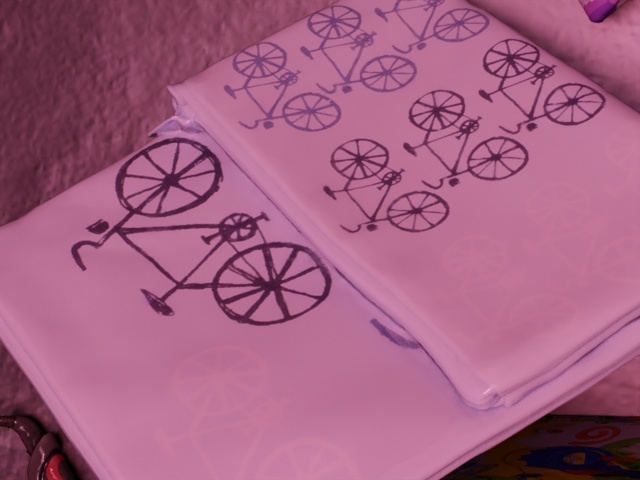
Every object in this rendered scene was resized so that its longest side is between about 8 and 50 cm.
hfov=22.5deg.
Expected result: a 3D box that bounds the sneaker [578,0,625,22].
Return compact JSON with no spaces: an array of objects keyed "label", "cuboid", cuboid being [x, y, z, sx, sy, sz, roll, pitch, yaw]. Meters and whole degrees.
[{"label":"sneaker","cuboid":[0.108,-0.199,0.902,0.282,0.102,0.161,-3,96,17]}]

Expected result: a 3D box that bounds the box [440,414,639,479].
[{"label":"box","cuboid":[0.111,0.198,0.829,0.279,0.290,0.177,-1,94,17]}]

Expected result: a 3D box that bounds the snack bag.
[{"label":"snack bag","cuboid":[0.000,0.000,0.815,0.342,0.037,0.323,-31,45,-15]}]

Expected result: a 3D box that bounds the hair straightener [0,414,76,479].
[{"label":"hair straightener","cuboid":[-0.172,0.213,1.040,0.089,0.047,0.230,-35,84,16]}]
